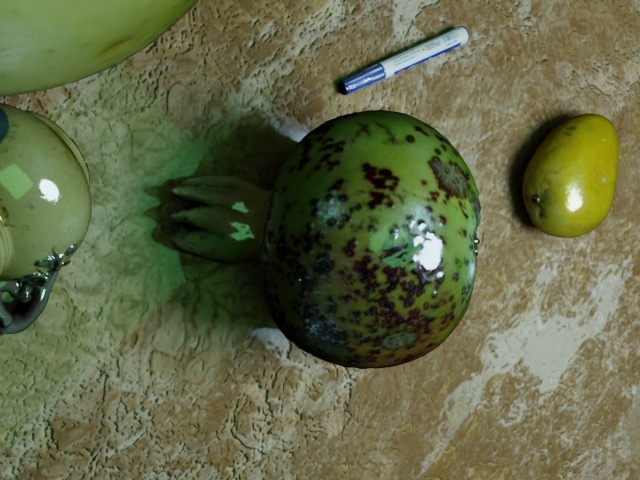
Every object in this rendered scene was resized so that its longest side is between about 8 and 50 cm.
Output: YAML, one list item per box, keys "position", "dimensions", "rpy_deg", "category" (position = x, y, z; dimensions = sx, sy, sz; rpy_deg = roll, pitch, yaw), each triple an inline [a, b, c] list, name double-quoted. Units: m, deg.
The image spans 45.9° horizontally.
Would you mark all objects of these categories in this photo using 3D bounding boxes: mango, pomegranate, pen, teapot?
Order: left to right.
- position: [-0.308, -0.017, 0.685]
  dimensions: [0.182, 0.173, 0.269]
  rpy_deg: [-59, 156, -52]
  category: "teapot"
- position: [0.000, 0.000, 0.826]
  dimensions: [0.341, 0.285, 0.284]
  rpy_deg: [7, 90, 7]
  category: "pomegranate"
- position: [0.109, -0.231, 0.973]
  dimensions: [0.204, 0.025, 0.025]
  rpy_deg: [-29, 105, -22]
  category: "pen"
- position: [0.360, -0.094, 1.071]
  dimensions: [0.137, 0.098, 0.195]
  rpy_deg: [43, 67, -20]
  category: "mango"

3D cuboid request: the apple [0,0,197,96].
- position: [-0.253, -0.344, 0.561]
  dimensions: [0.474, 0.474, 0.473]
  rpy_deg: [-2, 94, -27]
  category: "apple"
